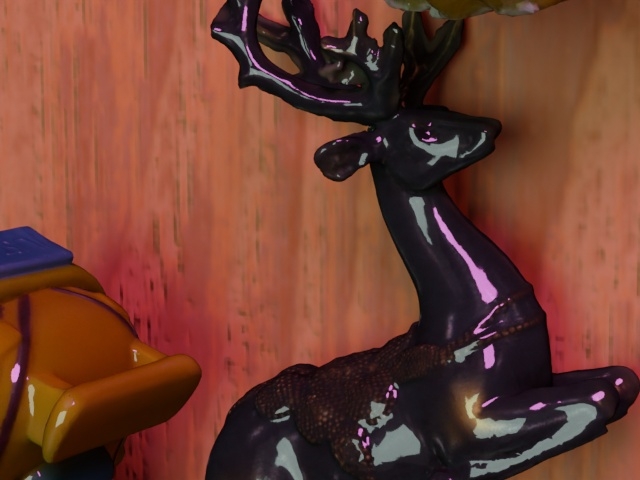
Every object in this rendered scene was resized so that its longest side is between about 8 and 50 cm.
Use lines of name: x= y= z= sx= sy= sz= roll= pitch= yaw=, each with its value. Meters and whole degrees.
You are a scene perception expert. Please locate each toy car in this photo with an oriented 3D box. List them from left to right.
toy car: x=-0.147 y=0.125 z=0.847 sx=0.142 sy=0.200 sz=0.248 roll=30 pitch=113 yaw=23

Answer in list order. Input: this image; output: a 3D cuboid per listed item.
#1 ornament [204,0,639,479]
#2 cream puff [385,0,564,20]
ornament: x=0.000 y=0.000 z=0.817 sx=0.202 sy=0.080 sz=0.236 roll=-26 pitch=85 yaw=28
cream puff: x=0.077 y=-0.153 z=0.724 sx=0.156 sy=0.121 sz=0.156 roll=3 pitch=95 yaw=36
